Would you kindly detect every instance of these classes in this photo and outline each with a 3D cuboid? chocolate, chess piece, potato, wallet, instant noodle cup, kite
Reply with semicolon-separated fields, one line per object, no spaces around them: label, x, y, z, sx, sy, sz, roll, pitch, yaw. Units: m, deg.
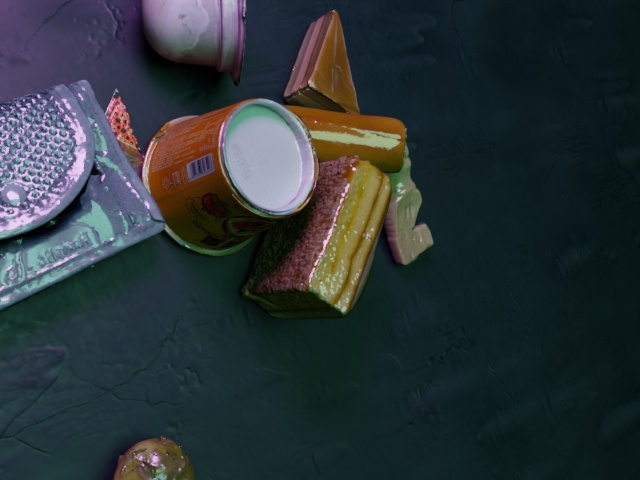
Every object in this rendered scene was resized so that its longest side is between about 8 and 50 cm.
chocolate;-0.183;-0.331;1.101;0.147;0.221;0.221;4;77;-11
chess piece;0.135;-0.061;1.333;0.090;0.090;0.200;-27;104;-37
potato;-0.213;0.363;0.970;0.117;0.090;0.225;11;73;-35
wallet;-0.379;-0.048;0.939;0.342;0.075;0.237;-31;94;-35
instant noodle cup;-0.116;-0.097;1.081;0.216;0.172;0.215;11;73;-38
kite;-0.287;-0.090;1.061;0.125;0.008;0.222;-29;98;-35

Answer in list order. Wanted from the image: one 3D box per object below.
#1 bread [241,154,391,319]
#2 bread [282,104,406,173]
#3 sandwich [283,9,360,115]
bread;0.000;0.000;1.145;0.110;0.184;0.234;34;64;-31
bread;0.028;-0.162;1.218;0.239;0.074;0.092;4;76;-11
sandwich;0.020;-0.282;1.286;0.113;0.079;0.163;31;62;-31
